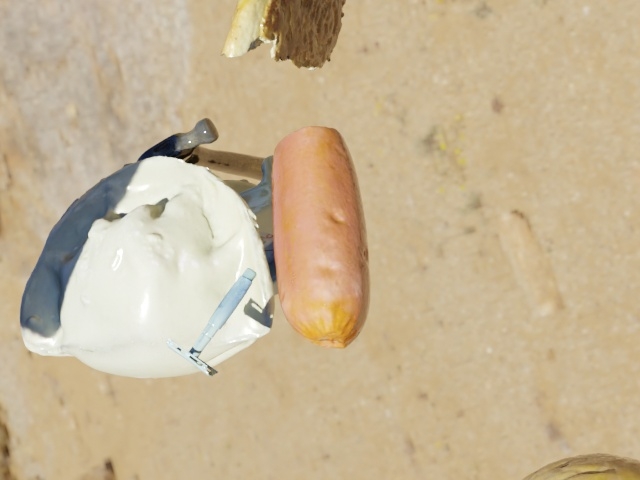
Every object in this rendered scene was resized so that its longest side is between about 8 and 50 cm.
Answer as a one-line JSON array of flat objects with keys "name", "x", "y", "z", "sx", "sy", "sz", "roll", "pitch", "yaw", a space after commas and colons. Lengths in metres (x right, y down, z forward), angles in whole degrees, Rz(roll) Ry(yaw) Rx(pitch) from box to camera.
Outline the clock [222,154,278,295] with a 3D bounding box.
[{"name": "clock", "x": -0.161, "y": 0.005, "z": 2.160, "sx": 0.265, "sy": 0.324, "sz": 0.109, "roll": 72, "pitch": 180, "yaw": -58}]

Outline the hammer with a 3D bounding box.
[{"name": "hammer", "x": -0.143, "y": -0.125, "z": 2.190, "sx": 0.440, "sy": 0.168, "sz": 0.044, "roll": 5, "pitch": -119, "yaw": -64}]

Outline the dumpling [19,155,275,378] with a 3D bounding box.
[{"name": "dumpling", "x": -0.243, "y": 0.039, "z": 1.884, "sx": 0.233, "sy": 0.395, "sz": 0.316, "roll": 34, "pitch": -131, "yaw": -61}]

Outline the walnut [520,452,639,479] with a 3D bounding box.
[{"name": "walnut", "x": 0.358, "y": 0.420, "z": 1.647, "sx": 0.333, "sy": 0.332, "sz": 0.333, "roll": 165, "pitch": 90, "yaw": -70}]

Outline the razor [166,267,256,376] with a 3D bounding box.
[{"name": "razor", "x": -0.120, "y": 0.091, "z": 1.612, "sx": 0.068, "sy": 0.135, "sz": 0.040, "roll": 32, "pitch": 171, "yaw": 21}]

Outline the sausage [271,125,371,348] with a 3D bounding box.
[{"name": "sausage", "x": 0.000, "y": 0.000, "z": 1.483, "sx": 0.114, "sy": 0.113, "sz": 0.259, "roll": 106, "pitch": 163, "yaw": -54}]

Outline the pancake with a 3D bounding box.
[{"name": "pancake", "x": -0.031, "y": -0.300, "z": 1.510, "sx": 0.257, "sy": 0.056, "sz": 0.212, "roll": -15, "pitch": -69, "yaw": -68}]
